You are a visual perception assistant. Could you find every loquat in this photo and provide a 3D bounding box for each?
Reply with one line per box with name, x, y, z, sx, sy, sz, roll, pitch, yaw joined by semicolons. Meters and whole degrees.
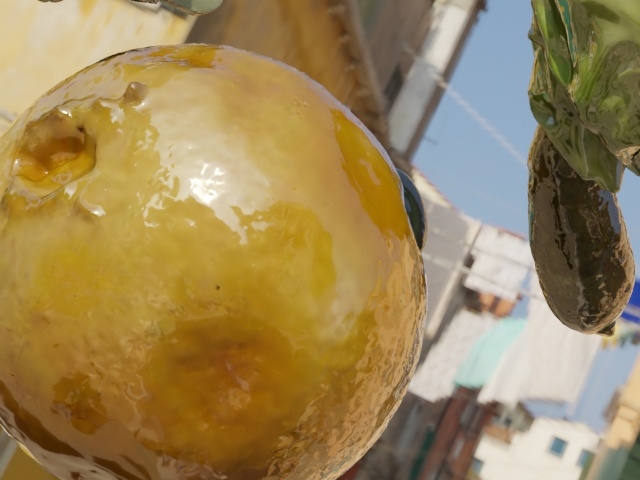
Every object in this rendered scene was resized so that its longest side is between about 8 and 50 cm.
loquat;-0.084;0.030;0.869;0.328;0.329;0.328;25;-12;5

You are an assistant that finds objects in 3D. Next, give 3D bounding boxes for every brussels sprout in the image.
brussels sprout;0.361;-0.242;1.162;0.342;0.361;0.425;-5;-7;-9

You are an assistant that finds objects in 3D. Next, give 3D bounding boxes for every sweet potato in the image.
sweet potato;0.319;-0.046;1.580;0.130;0.130;0.423;17;-49;37

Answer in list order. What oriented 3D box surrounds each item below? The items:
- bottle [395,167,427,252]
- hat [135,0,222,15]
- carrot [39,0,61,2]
bottle;0.000;0.000;1.624;0.271;0.156;0.143;-15;-17;41
hat;-0.114;-0.202;0.862;0.122;0.081;0.166;53;19;24
carrot;-0.395;-0.463;1.545;0.340;0.224;0.224;41;-18;-33
